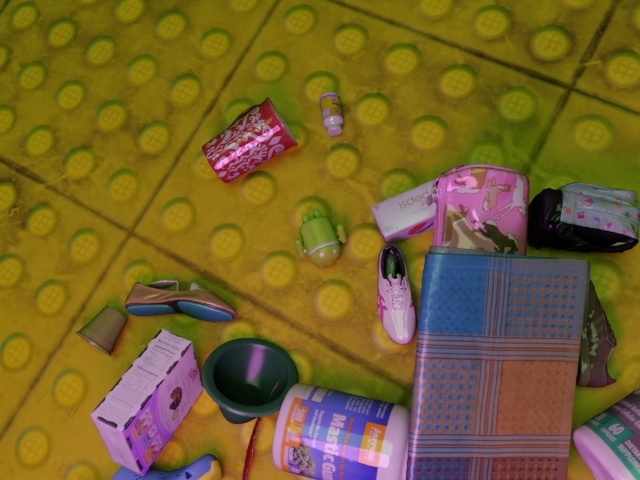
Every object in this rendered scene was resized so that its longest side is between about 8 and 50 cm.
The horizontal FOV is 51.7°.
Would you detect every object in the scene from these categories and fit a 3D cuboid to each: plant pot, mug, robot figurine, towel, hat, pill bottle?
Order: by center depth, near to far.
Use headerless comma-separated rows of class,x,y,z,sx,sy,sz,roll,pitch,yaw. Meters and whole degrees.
pill bottle,0.588,0.279,0.987,0.361,0.204,0.204,-33,69,0
towel,0.271,0.200,1.016,0.271,0.040,0.370,6,89,-11
pill bottle,0.070,0.340,1.107,0.272,0.152,0.152,9,75,16
hat,-0.147,0.315,1.231,0.173,0.183,0.208,23,37,11
robot figurine,0.000,0.000,1.273,0.101,0.067,0.115,-18,70,-7
plant pot,-0.426,0.174,1.311,0.083,0.083,0.079,27,69,18
pill bottle,0.024,-0.260,1.362,0.043,0.043,0.083,-11,71,9
mug,-0.148,-0.203,1.366,0.169,0.150,0.113,-32,105,5

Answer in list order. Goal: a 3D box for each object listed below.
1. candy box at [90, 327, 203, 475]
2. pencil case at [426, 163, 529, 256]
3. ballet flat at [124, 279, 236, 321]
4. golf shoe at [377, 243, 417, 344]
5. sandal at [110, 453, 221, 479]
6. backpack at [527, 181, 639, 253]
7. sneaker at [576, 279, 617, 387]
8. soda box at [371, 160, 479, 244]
candy box,-0.295,0.282,1.160,0.070,0.165,0.196,19,49,18
pencil case,0.255,0.069,1.111,0.167,0.160,0.386,3,87,24
ballet flat,-0.273,0.111,1.296,0.232,0.080,0.073,3,59,12
golf shoe,0.133,0.097,1.205,0.067,0.086,0.186,-11,72,7
sandal,-0.326,0.457,1.176,0.317,0.126,0.138,-29,65,1
backpack,0.461,-0.037,1.148,0.182,0.152,0.115,8,84,2
sneaker,0.468,0.157,1.135,0.071,0.066,0.188,6,79,-3
soda box,0.209,-0.066,1.245,0.216,0.074,0.069,-23,70,4
